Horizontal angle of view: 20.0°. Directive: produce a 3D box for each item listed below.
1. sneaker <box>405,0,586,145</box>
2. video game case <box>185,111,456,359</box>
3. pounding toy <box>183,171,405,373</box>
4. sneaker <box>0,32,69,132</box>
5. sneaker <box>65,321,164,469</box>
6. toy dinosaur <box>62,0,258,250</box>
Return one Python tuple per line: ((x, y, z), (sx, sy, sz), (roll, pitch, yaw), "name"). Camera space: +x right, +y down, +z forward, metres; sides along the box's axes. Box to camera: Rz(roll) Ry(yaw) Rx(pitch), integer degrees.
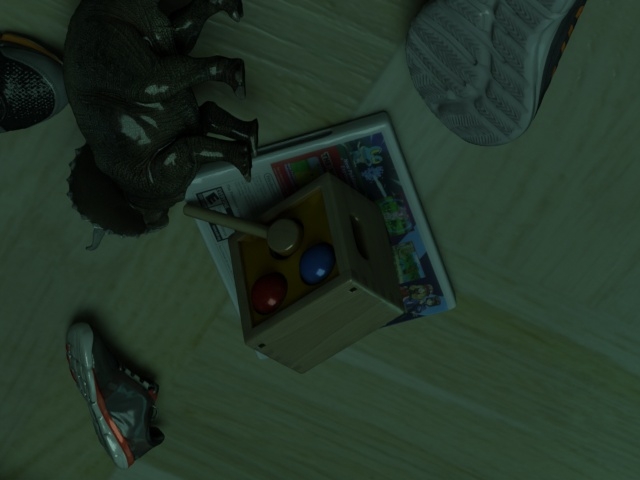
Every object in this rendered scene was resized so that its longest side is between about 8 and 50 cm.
((0.179, -0.194, 1.330), (0.124, 0.180, 0.321), (47, 155, 9), "sneaker")
((0.000, 0.000, 1.531), (0.183, 0.023, 0.201), (-15, 123, 11), "video game case")
((-0.024, 0.014, 1.457), (0.130, 0.141, 0.100), (-32, 139, 25), "pounding toy")
((-0.300, -0.106, 1.416), (0.215, 0.083, 0.084), (-5, 124, 2), "sneaker")
((-0.180, 0.129, 1.613), (0.065, 0.061, 0.158), (-25, 127, -15), "sneaker")
((-0.133, -0.115, 1.376), (0.160, 0.121, 0.313), (-4, 121, 4), "toy dinosaur")
